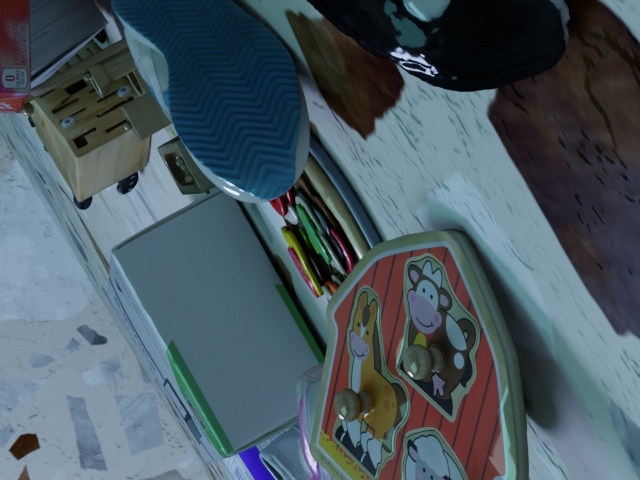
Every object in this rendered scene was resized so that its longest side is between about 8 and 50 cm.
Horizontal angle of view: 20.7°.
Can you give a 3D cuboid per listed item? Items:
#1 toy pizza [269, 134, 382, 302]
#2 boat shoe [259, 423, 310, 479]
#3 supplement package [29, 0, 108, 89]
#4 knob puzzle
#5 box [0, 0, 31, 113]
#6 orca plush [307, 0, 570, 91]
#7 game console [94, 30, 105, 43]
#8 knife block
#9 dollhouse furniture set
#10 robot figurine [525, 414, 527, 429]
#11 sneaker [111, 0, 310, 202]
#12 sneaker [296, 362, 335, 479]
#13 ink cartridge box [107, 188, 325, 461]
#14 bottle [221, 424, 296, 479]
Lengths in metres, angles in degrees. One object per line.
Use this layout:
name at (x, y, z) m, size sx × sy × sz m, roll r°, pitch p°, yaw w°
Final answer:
toy pizza at (0.000, 0.000, 1.215) m, size 0.201 × 0.032 × 0.201 m, roll 56°, pitch 168°, yaw 19°
boat shoe at (0.016, 0.285, 1.727) m, size 0.227 × 0.081 × 0.079 m, roll 56°, pitch 168°, yaw 21°
supplement package at (-0.340, -0.240, 1.607) m, size 0.139 × 0.134 × 0.244 m, roll -32°, pitch 98°, yaw 43°
knob puzzle at (0.049, 0.083, 0.983) m, size 0.213 × 0.030 × 0.213 m, roll 13°, pitch 106°, yaw 57°
box at (-0.308, -0.236, 1.457) m, size 0.122 × 0.128 × 0.257 m, roll 163°, pitch 107°, yaw -78°
orca plush at (-0.019, -0.156, 0.732) m, size 0.287 × 0.102 × 0.151 m, roll 57°, pitch 168°, yaw 16°
game console at (-0.283, -0.254, 1.688) m, size 0.144 × 0.124 × 0.085 m, roll 73°, pitch -170°, yaw -46°
knife block at (-0.231, -0.093, 1.844) m, size 0.276 × 0.088 × 0.242 m, roll 46°, pitch 163°, yaw 49°
dollhouse furniture set at (-0.184, -0.089, 1.556) m, size 0.151 × 0.123 × 0.144 m, roll 61°, pitch 169°, yaw -7°
robot figurine at (0.077, 0.097, 1.034) m, size 0.115 × 0.067 × 0.101 m, roll 50°, pitch 133°, yaw 44°
sneaker at (-0.060, -0.093, 1.136) m, size 0.229 × 0.087 × 0.092 m, roll 59°, pitch 176°, yaw 46°
sneaker at (0.045, 0.181, 1.338) m, size 0.111 × 0.103 × 0.252 m, roll -126°, pitch 19°, yaw -48°
ink cartridge box at (-0.097, 0.090, 1.628) m, size 0.211 × 0.121 × 0.289 m, roll 60°, pitch 169°, yaw 4°
bottle at (-0.082, 0.193, 1.896) m, size 0.283 × 0.092 × 0.118 m, roll 55°, pitch 167°, yaw 25°
